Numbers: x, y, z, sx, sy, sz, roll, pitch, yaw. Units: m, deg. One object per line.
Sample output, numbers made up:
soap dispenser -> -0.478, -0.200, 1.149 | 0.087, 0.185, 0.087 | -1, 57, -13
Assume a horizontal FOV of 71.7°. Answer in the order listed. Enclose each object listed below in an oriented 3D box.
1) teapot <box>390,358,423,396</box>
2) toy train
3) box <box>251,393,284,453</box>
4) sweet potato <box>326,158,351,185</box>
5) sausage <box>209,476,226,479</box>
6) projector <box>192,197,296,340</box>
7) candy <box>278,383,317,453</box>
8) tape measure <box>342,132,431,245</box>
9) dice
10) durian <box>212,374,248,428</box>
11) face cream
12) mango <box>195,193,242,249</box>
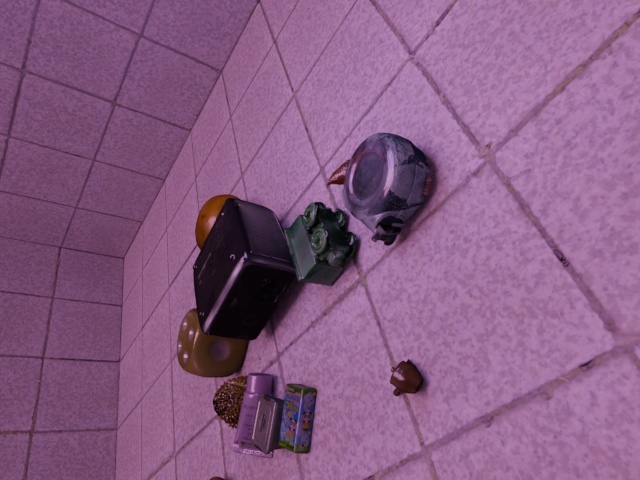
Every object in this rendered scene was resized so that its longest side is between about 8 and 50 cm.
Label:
teapot -> 0.212, 0.348, 1.099 | 0.080, 0.085, 0.110 | 27, 131, 32
toy train -> 0.000, 0.000, 1.433 | 0.201, 0.145, 0.265 | -52, 40, 34
box -> -0.154, 0.605, 1.469 | 0.124, 0.093, 0.172 | -2, 76, 55
sweet potato -> 0.116, -0.245, 1.441 | 0.226, 0.068, 0.068 | -37, 47, 17
sausage -> -0.297, 0.996, 1.504 | 0.501, 0.123, 0.136 | 37, 137, 53
projector -> -0.307, 0.099, 1.670 | 0.395, 0.242, 0.405 | -59, 35, 26
candy -> -0.073, 0.559, 1.401 | 0.097, 0.062, 0.194 | -9, 69, 53
tape measure -> 0.178, -0.159, 1.243 | 0.256, 0.147, 0.274 | 50, 122, 52
dice -> -0.454, 0.420, 1.843 | 0.233, 0.227, 0.238 | 11, 88, 57
durian -> -0.345, 0.620, 1.691 | 0.237, 0.138, 0.193 | -62, 37, 20
face cream -> -0.227, 0.612, 1.562 | 0.154, 0.096, 0.273 | 1, 78, 15
mango -> -0.458, -0.054, 2.026 | 0.446, 0.232, 0.299 | 160, 116, -63
